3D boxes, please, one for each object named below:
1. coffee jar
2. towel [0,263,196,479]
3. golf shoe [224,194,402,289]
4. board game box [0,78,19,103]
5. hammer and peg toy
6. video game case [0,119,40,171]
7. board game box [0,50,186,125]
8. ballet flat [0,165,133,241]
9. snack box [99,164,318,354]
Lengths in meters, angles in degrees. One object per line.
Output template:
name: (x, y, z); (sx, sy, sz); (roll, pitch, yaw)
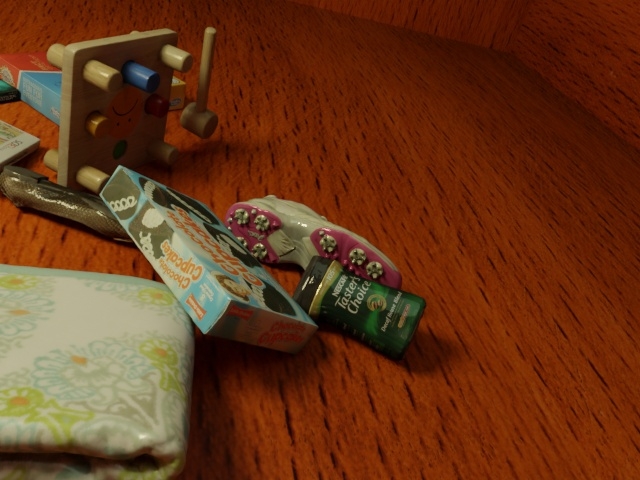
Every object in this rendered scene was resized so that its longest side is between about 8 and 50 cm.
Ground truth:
coffee jar: (0.053, 0.095, 0.911); (0.184, 0.079, 0.096); (22, 70, 10)
towel: (-0.319, 0.124, 0.636); (0.374, 0.090, 0.320); (6, 20, -11)
golf shoe: (0.000, 0.000, 1.027); (0.306, 0.115, 0.140); (25, 28, 11)
board game box: (-0.711, -0.295, 1.222); (0.126, 0.026, 0.186); (31, 33, 20)
hammer and peg toy: (-0.321, -0.251, 1.114); (0.127, 0.266, 0.361); (26, 33, 15)
video game case: (-0.603, -0.186, 1.017); (0.227, 0.026, 0.206); (26, 18, -12)
board game box: (-0.495, -0.345, 1.373); (0.242, 0.064, 0.316); (32, 34, 23)
ballet flat: (-0.381, -0.046, 0.972); (0.250, 0.058, 0.084); (22, 9, -3)
snack box: (-0.160, 0.025, 0.875); (0.322, 0.060, 0.187); (43, 10, 36)
